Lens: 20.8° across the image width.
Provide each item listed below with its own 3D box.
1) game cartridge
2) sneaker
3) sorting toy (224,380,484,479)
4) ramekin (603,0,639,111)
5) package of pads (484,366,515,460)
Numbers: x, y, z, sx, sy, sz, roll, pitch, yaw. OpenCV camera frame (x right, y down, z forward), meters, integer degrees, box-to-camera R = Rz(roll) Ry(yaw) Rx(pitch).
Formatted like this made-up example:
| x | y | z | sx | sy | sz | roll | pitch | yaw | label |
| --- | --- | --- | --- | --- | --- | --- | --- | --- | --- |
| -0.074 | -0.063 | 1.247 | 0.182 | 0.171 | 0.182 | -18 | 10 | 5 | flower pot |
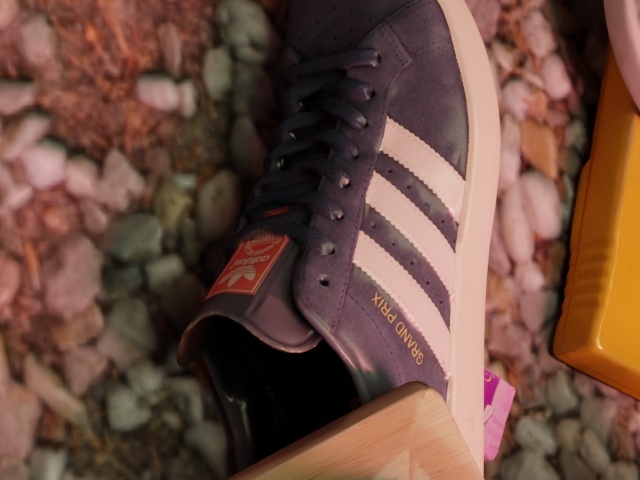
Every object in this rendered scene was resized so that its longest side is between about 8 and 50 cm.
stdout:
| x | y | z | sx | sy | sz | roll | pitch | yaw | label |
| --- | --- | --- | --- | --- | --- | --- | --- | --- | --- |
| 0.288 | -0.023 | 1.171 | 0.285 | 0.052 | 0.324 | 27 | 66 | -31 | game cartridge |
| 0.000 | 0.000 | 0.878 | 0.148 | 0.131 | 0.350 | 6 | 76 | -42 | sneaker |
| 0.000 | 0.236 | 0.773 | 0.257 | 0.089 | 0.255 | -28 | 98 | -8 | sorting toy |
| 0.287 | -0.149 | 1.095 | 0.207 | 0.109 | 0.207 | 10 | 73 | -37 | ramekin |
| 0.068 | 0.085 | 0.976 | 0.083 | 0.032 | 0.050 | 34 | 62 | -28 | package of pads |
